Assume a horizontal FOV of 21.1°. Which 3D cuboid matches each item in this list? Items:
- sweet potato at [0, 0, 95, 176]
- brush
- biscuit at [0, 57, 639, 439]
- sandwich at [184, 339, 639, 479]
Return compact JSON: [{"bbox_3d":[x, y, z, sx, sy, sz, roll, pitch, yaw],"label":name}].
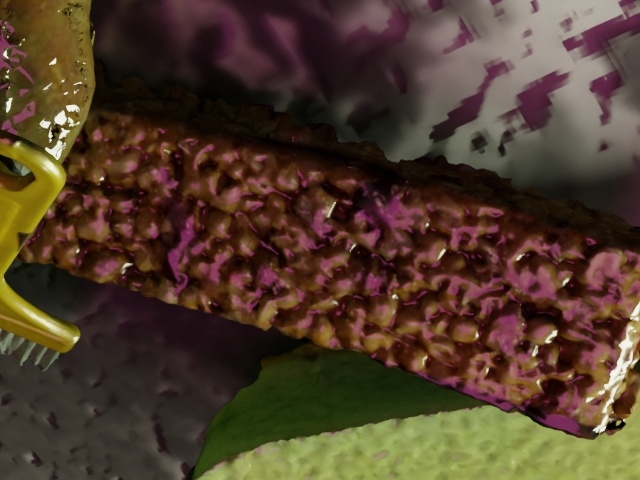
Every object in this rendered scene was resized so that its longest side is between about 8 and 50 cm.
[{"bbox_3d":[-0.134,-0.160,0.385,0.124,0.098,0.310,-39,108,24],"label":"sweet potato"},{"bbox_3d":[-0.098,0.002,0.482,0.083,0.011,0.205,24,161,-10],"label":"brush"},{"bbox_3d":[0.000,0.000,0.496,0.199,0.034,0.064,16,107,9],"label":"biscuit"},{"bbox_3d":[0.119,0.067,0.544,0.245,0.063,0.212,36,119,-18],"label":"sandwich"}]
